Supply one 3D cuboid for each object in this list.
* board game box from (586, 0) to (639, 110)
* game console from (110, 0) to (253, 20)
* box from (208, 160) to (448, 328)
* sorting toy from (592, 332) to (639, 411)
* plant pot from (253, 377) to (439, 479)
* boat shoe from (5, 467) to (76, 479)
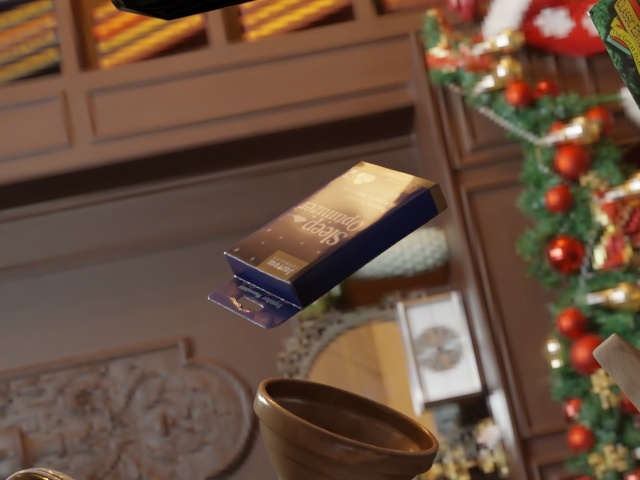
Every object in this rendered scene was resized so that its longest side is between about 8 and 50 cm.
[{"bbox_3d":[0.190,0.027,0.417,0.030,0.136,0.260,-44,62,46],"label":"board game box"},{"bbox_3d":[-0.117,-0.330,1.077,0.044,0.213,0.361,93,152,-61],"label":"game console"},{"bbox_3d":[0.000,0.000,1.352,0.136,0.225,0.037,21,141,55],"label":"box"},{"bbox_3d":[0.359,0.176,1.023,0.257,0.089,0.255,32,-162,-49],"label":"sorting toy"},{"bbox_3d":[0.020,0.264,1.696,0.237,0.237,0.110,-114,41,-79],"label":"plant pot"},{"bbox_3d":[-0.214,0.298,1.132,0.119,0.121,0.335,37,-174,-45],"label":"boat shoe"}]
